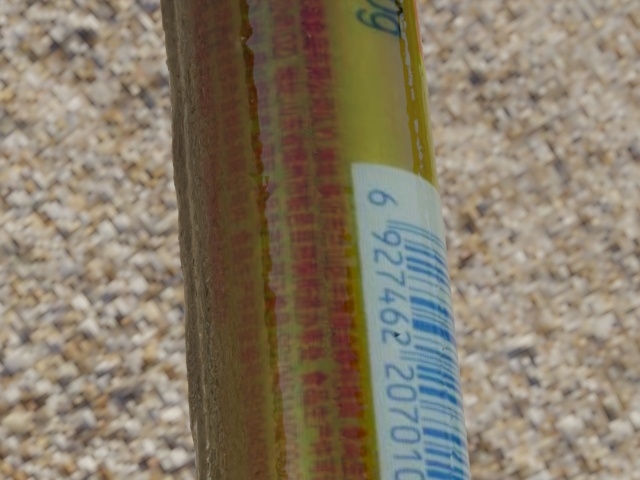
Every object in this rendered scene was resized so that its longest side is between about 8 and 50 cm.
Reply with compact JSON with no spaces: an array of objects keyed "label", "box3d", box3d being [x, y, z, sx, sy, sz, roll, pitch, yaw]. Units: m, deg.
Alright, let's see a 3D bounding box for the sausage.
[{"label":"sausage","box3d":[0.000,0.000,0.506,0.082,0.082,0.371,13,63,-40]}]
